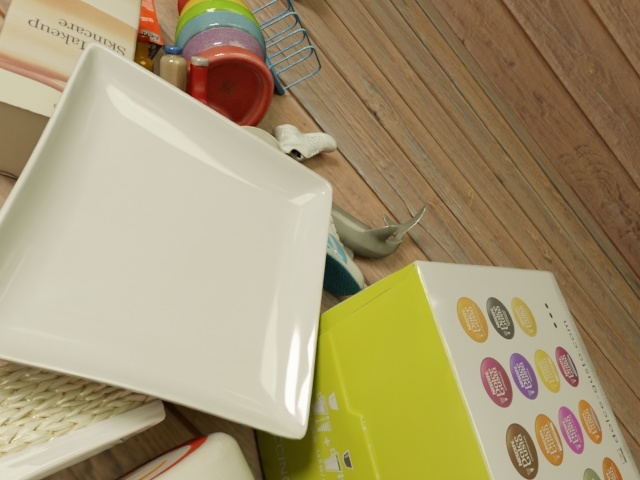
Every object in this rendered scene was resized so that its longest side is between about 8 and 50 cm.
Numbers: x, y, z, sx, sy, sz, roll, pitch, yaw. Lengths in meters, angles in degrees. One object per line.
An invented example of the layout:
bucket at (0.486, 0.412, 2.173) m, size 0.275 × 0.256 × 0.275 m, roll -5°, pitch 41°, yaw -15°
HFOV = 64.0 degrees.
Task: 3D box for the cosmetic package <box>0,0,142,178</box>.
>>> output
cosmetic package at (-0.332, -0.226, 0.660) m, size 0.153 × 0.129 × 0.296 m, roll 16°, pitch 54°, yaw -35°

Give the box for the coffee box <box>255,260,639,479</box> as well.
coffee box at (0.147, 0.252, 0.667) m, size 0.334 × 0.338 × 0.338 m, roll 7°, pitch 59°, yaw -43°

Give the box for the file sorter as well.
file sorter at (-0.083, -0.410, 1.033) m, size 0.170 × 0.104 × 0.118 m, roll 64°, pitch 5°, yaw 10°

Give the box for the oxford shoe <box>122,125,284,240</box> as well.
oxford shoe at (-0.166, -0.070, 0.705) m, size 0.169 × 0.130 × 0.449 m, roll 30°, pitch 39°, yaw 8°

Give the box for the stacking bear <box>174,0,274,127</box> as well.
stacking bear at (-0.183, -0.357, 0.897) m, size 0.175 × 0.164 × 0.289 m, roll 15°, pitch 49°, yaw -43°

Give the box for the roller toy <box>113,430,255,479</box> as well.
roller toy at (-0.140, 0.283, 0.462) m, size 0.209 × 0.191 × 0.146 m, roll -19°, pitch 79°, yaw -50°

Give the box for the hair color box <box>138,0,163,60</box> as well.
hair color box at (-0.301, -0.355, 0.830) m, size 0.043 × 0.072 × 0.141 m, roll 3°, pitch 62°, yaw -46°

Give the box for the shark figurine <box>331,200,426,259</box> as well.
shark figurine at (0.121, -0.014, 1.006) m, size 0.278 × 0.116 × 0.166 m, roll 6°, pitch 62°, yaw -42°

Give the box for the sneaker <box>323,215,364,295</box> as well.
sneaker at (0.000, 0.000, 0.884) m, size 0.229 × 0.087 × 0.092 m, roll 48°, pitch 47°, yaw -10°

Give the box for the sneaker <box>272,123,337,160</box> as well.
sneaker at (-0.029, -0.184, 1.019) m, size 0.152 × 0.053 × 0.061 m, roll 2°, pitch 72°, yaw -39°

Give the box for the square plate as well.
square plate at (-0.141, 0.002, 0.552) m, size 0.344 × 0.049 × 0.347 m, roll 28°, pitch 52°, yaw -30°

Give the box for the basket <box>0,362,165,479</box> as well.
basket at (-0.257, 0.165, 0.487) m, size 0.167 × 0.113 × 0.103 m, roll -12°, pitch 71°, yaw -50°

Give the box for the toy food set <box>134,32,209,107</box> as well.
toy food set at (-0.210, -0.208, 0.702) m, size 0.111 × 0.104 × 0.232 m, roll 0°, pitch 29°, yaw -22°
